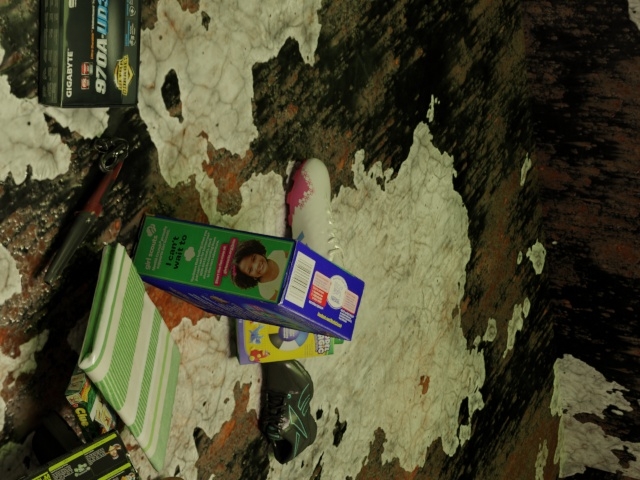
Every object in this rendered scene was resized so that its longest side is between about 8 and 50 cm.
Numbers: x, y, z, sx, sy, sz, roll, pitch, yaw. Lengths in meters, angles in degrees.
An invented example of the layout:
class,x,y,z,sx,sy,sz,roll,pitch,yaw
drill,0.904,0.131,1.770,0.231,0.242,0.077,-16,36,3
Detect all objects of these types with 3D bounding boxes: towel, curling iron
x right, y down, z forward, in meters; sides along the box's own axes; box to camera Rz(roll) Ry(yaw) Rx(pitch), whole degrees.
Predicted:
class,x,y,z,sx,sy,sz,roll,pitch,yaw
towel,-0.305,0.193,1.850,0.325,0.038,0.248,71,17,-49
curling iron,-0.375,-0.051,1.783,0.068,0.035,0.274,48,57,-47

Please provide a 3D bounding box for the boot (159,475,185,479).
class,x,y,z,sx,sy,sz,roll,pitch,yaw
boot,-0.319,0.559,1.975,0.295,0.104,0.211,-20,114,-60

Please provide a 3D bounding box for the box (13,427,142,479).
class,x,y,z,sx,sy,sz,roll,pitch,yaw
box,-0.351,0.406,1.685,0.190,0.045,0.184,-27,93,-18

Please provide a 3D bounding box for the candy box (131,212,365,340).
class,x,y,z,sx,sy,sz,roll,pitch,yaw
candy box,-0.124,0.066,1.954,0.268,0.317,0.122,34,68,-58

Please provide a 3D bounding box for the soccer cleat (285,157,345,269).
class,x,y,z,sx,sy,sz,roll,pitch,yaw
soccer cleat,0.000,0.000,2.307,0.116,0.143,0.331,7,91,-59

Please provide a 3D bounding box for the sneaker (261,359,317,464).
class,x,y,z,sx,sy,sz,roll,pitch,yaw
sneaker,-0.070,0.347,2.330,0.106,0.101,0.267,-45,134,-41

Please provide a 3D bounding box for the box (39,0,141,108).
class,x,y,z,sx,sy,sz,roll,pitch,yaw
box,-0.350,-0.315,1.734,0.175,0.051,0.220,-11,108,-57

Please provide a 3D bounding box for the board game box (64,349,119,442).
class,x,y,z,sx,sy,sz,roll,pitch,yaw
board game box,-0.343,0.203,1.813,0.260,0.030,0.136,-81,159,-52

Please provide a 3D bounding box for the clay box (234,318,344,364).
class,x,y,z,sx,sy,sz,roll,pitch,yaw
clay box,-0.057,0.167,2.217,0.053,0.222,0.127,-126,-147,-69

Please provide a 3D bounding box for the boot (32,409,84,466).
class,x,y,z,sx,sy,sz,roll,pitch,yaw
boot,-0.429,0.467,1.746,0.260,0.131,0.348,-27,90,-16
